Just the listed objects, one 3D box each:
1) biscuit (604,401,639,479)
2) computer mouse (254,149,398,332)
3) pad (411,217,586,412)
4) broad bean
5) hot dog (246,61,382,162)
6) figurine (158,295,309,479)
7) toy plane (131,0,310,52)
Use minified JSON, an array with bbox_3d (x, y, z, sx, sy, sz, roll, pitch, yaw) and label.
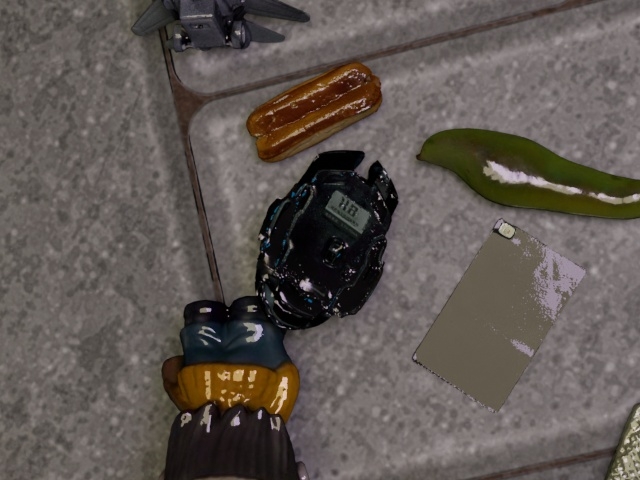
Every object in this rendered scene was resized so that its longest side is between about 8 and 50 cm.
[{"bbox_3d":[0.428,0.289,1.491,0.252,0.052,0.150,24,90,8],"label":"biscuit"},{"bbox_3d":[0.000,0.000,1.556,0.146,0.077,0.242,37,66,-12],"label":"computer mouse"},{"bbox_3d":[0.200,0.084,1.567,0.116,0.004,0.193,32,90,10],"label":"pad"},{"bbox_3d":[0.266,-0.068,1.546,0.325,0.067,0.075,11,117,7],"label":"broad bean"},{"bbox_3d":[-0.005,-0.149,1.599,0.165,0.045,0.071,-26,80,5],"label":"hot dog"},{"bbox_3d":[-0.100,0.226,1.499,0.185,0.204,0.332,-6,84,10],"label":"figurine"},{"bbox_3d":[-0.131,-0.265,1.517,0.212,0.267,0.088,-3,79,8],"label":"toy plane"}]
